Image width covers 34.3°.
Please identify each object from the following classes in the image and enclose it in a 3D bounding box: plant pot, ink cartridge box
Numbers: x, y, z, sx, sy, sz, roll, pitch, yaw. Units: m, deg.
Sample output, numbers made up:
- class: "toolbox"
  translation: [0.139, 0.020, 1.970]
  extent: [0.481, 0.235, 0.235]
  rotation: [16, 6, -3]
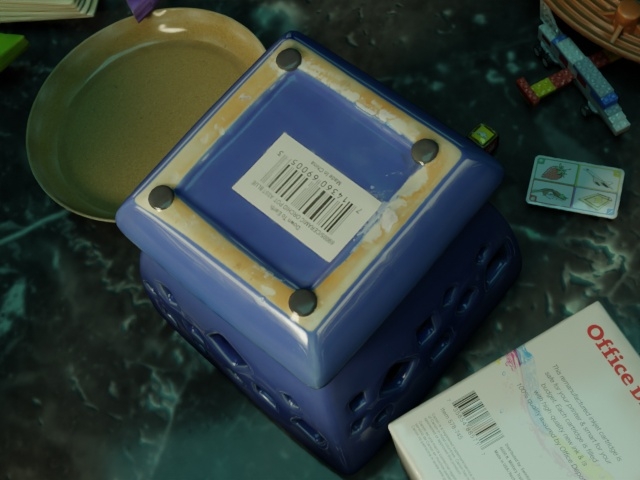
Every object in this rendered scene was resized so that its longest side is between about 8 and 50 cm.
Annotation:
- class: "plant pot"
  translation: [-0.151, -0.112, 0.943]
  extent: [0.236, 0.032, 0.236]
  rotation: [-6, 60, 10]
- class: "ink cartridge box"
  translation: [0.157, 0.154, 0.738]
  extent: [0.176, 0.127, 0.128]
  rotation: [-29, 65, -4]
- class: "plant pot"
  translation: [0.000, 0.000, 0.785]
  extent: [0.236, 0.212, 0.236]
  rotation: [37, 76, 22]

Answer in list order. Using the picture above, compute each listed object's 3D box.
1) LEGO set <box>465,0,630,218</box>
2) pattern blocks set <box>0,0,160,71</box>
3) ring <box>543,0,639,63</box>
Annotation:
- class: "LEGO set"
  translation: [0.253, -0.106, 0.878]
  extent: [0.244, 0.060, 0.182]
  rotation: [11, 65, 14]
- class: "pattern blocks set"
  translation: [-0.294, -0.281, 1.046]
  extent: [0.324, 0.026, 0.285]
  rotation: [14, 63, 18]
- class: "ring"
  translation: [0.338, -0.288, 0.929]
  extent: [0.336, 0.032, 0.337]
  rotation: [0, 62, 0]
